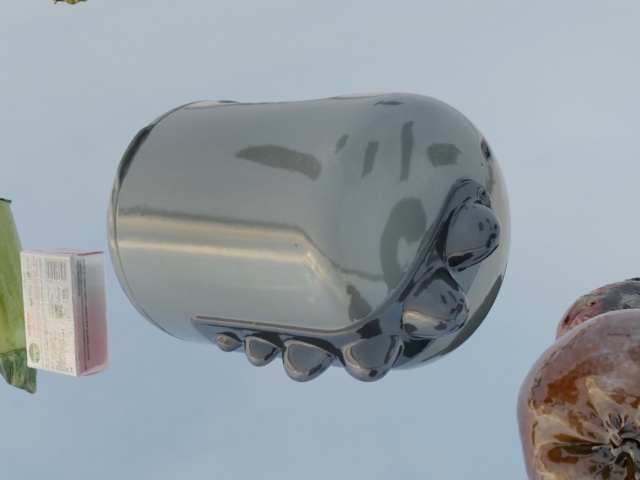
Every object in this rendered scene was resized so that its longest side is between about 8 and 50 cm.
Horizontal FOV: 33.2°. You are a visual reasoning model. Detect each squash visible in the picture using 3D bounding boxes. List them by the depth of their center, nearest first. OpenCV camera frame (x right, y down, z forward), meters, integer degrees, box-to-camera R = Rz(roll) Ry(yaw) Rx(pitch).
[{"bbox_3d":[-0.406,0.053,1.348,0.137,0.137,0.287,-25,-94,-42],"label":"squash"}]

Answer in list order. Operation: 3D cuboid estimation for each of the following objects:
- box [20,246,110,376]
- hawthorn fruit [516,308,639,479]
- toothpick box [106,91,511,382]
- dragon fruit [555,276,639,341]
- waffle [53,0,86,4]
[{"bbox_3d":[-0.259,0.071,1.089,0.089,0.125,0.043,5,-171,41],"label":"box"},{"bbox_3d":[0.303,0.181,1.031,0.235,0.231,0.263,13,167,6],"label":"hawthorn fruit"},{"bbox_3d":[0.000,0.000,0.818,0.316,0.229,0.229,4,-159,45],"label":"toothpick box"},{"bbox_3d":[0.443,0.128,1.501,0.224,0.148,0.218,-31,-124,-17],"label":"dragon fruit"},{"bbox_3d":[-0.243,-0.241,0.751,0.197,0.070,0.193,24,-164,-49],"label":"waffle"}]
